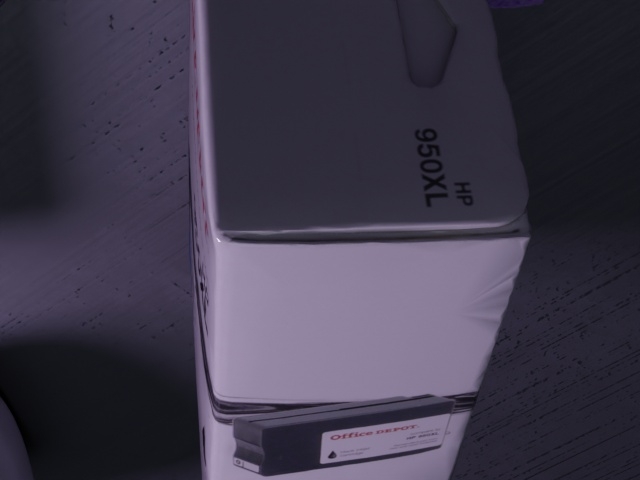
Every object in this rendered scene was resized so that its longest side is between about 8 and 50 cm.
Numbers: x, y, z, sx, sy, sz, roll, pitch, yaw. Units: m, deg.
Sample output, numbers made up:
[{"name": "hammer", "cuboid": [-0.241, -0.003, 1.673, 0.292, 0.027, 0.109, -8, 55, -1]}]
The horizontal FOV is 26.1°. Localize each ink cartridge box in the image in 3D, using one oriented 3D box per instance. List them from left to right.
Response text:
[{"name": "ink cartridge box", "cuboid": [0.000, 0.000, 0.891, 0.166, 0.285, 0.395, -2, 144, -7]}]

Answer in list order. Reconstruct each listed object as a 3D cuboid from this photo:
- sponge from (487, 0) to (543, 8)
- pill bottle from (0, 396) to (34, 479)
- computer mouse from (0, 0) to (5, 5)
[{"name": "sponge", "cuboid": [0.095, -0.237, 0.870, 0.117, 0.031, 0.210, -2, 137, -3]}, {"name": "pill bottle", "cuboid": [-0.464, 0.263, 1.199, 0.392, 0.224, 0.224, -13, 137, 7]}, {"name": "computer mouse", "cuboid": [-0.164, -0.202, 0.865, 0.262, 0.060, 0.184, -36, 134, 22]}]
